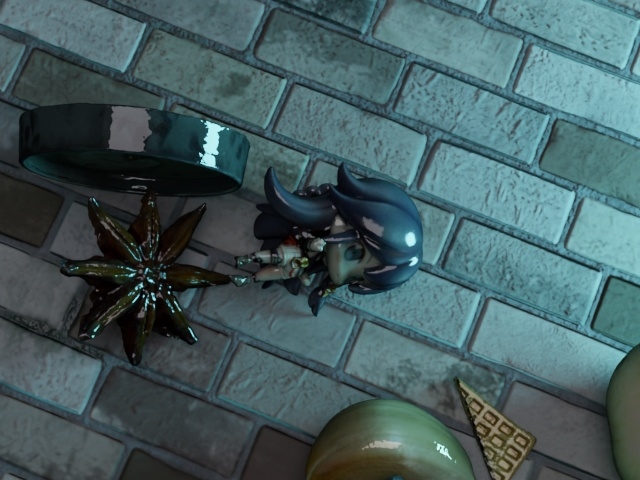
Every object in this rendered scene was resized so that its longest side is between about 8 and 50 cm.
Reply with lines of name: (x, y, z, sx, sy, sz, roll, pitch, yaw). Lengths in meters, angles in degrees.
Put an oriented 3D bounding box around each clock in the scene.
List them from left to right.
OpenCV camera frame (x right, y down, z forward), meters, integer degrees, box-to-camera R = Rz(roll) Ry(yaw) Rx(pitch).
clock: (-0.256, -0.120, 1.711, 0.319, 0.319, 0.066, 4, 81, 0)

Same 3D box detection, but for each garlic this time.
garlic: (0.104, 0.305, 1.719, 0.245, 0.145, 0.164, 8, 96, 0)

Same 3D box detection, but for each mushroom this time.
mushroom: (0.524, 0.248, 1.711, 0.260, 0.234, 0.254, -58, 46, 25)

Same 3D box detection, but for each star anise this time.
star anise: (-0.260, 0.047, 1.777, 0.272, 0.102, 0.272, 1, 89, -34)

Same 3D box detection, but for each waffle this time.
waffle: (0.227, 0.276, 1.776, 0.152, 0.023, 0.097, 39, 79, 6)

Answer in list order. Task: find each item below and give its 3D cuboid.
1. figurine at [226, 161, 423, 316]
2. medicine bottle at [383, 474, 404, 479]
figurine: (0.014, -0.006, 1.767, 0.265, 0.175, 0.197, 13, 72, -6)
medicine bottle: (-0.005, 0.414, 1.644, 0.293, 0.141, 0.141, -26, 78, 12)
